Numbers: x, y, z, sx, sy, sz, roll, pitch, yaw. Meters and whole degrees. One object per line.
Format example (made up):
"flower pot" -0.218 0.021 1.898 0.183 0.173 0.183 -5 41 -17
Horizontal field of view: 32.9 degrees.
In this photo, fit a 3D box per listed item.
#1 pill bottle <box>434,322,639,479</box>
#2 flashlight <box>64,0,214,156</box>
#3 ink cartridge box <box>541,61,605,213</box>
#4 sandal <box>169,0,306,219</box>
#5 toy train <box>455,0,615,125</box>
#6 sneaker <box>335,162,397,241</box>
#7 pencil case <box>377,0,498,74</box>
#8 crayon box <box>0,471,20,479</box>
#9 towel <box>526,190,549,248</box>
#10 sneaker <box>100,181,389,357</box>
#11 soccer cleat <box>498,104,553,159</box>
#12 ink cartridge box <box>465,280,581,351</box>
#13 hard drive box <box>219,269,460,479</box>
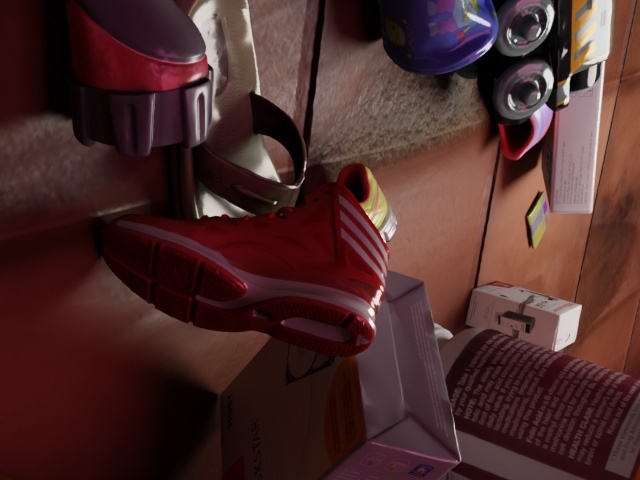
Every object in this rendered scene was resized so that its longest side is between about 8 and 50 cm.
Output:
"pill bottle" 0.233 0.230 1.249 0.224 0.392 0.224 -37 136 -47
"flashlight" -0.120 -0.211 0.698 0.103 0.103 0.304 -31 131 -49
"ink cartridge box" 0.354 -0.228 1.543 0.261 0.066 0.296 -80 169 -57
"sandal" -0.062 -0.072 0.888 0.120 0.086 0.302 -49 143 -36
"toy train" 0.246 -0.282 1.199 0.190 0.142 0.333 -23 134 -12
"sneaker" 0.000 0.000 1.059 0.208 0.082 0.094 -54 140 -42
"pencil case" 0.104 -0.309 1.012 0.133 0.119 0.306 -31 136 -20
"crayon box" -0.136 0.272 0.825 0.083 0.203 0.323 -65 150 -15
"towel" 0.338 -0.031 1.685 0.060 0.009 0.083 -56 147 -26
"sneaker" -0.051 0.005 0.855 0.087 0.221 0.128 111 0 -49
"soccer cleat" 0.257 -0.214 1.372 0.095 0.083 0.248 -58 152 -35
"ink cartridge box" 0.291 0.106 1.547 0.099 0.135 0.056 -11 114 -58
"hard drive box" 0.005 0.158 0.928 0.089 0.181 0.232 17 133 -25
